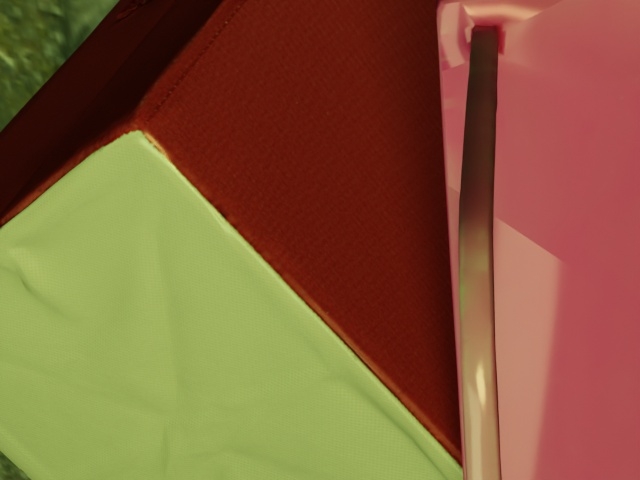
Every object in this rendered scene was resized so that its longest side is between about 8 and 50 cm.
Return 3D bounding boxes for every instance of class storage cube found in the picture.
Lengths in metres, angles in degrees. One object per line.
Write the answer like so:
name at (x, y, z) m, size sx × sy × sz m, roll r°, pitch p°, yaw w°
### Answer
storage cube at (0.000, 0.000, 0.667) m, size 0.215 × 0.193 × 0.183 m, roll 48°, pitch 139°, yaw -15°

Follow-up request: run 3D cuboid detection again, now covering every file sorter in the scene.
file sorter at (0.174, 0.055, 0.439) m, size 0.290 × 0.182 × 0.202 m, roll -2°, pitch 113°, yaw 6°
